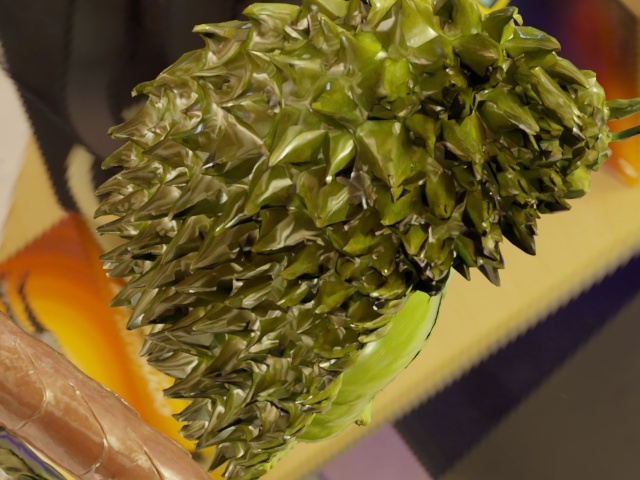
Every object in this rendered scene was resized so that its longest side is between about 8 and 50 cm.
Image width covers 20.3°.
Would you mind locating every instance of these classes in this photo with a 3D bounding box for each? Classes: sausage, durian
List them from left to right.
[{"bbox_3d":[-0.246,0.121,1.481,0.433,0.088,0.088,35,95,0],"label":"sausage"},{"bbox_3d":[0.000,0.000,0.787,0.158,0.169,0.352,60,152,17],"label":"durian"}]

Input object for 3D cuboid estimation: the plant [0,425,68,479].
[{"bbox_3d":[-0.042,0.213,1.025,0.180,0.251,0.333,-29,89,-5],"label":"plant"}]
